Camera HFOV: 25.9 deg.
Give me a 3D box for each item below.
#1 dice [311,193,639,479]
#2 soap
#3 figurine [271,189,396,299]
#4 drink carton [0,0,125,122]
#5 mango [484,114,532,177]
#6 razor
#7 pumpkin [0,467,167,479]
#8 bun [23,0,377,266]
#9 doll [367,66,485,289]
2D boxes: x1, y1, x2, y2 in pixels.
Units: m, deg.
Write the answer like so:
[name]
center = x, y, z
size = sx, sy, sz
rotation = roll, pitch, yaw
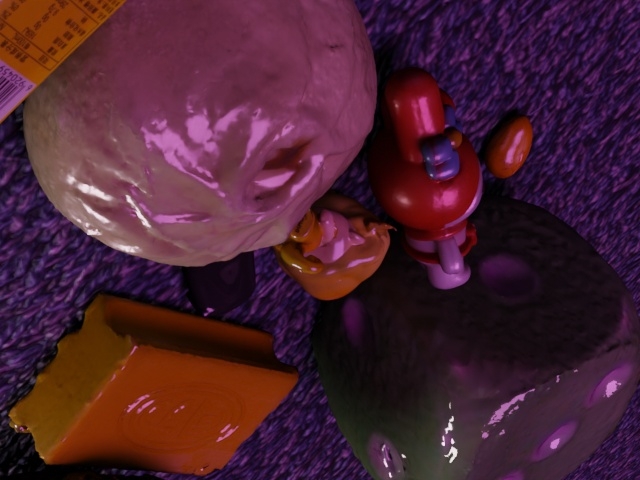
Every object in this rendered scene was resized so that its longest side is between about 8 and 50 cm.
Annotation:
[dice]
center = 0.205, 0.158, 1.830
size = 0.322, 0.318, 0.330
rotation = -17, 142, -30
[soap]
center = -0.191, 0.184, 1.673
size = 0.204, 0.096, 0.324
rotation = -51, 146, 16
[figurine]
center = 0.000, 0.000, 1.588
size = 0.156, 0.131, 0.246
rotation = -2, 174, 21
[drink carton]
center = -0.309, -0.155, 1.086
size = 0.351, 0.154, 0.111
rotation = -43, 147, 6
[mango]
center = 0.243, -0.121, 1.782
size = 0.060, 0.046, 0.089
rotation = -7, 131, -39
[razor]
center = -0.116, 0.022, 1.588
size = 0.090, 0.054, 0.148
rotation = -27, 146, -18
[pumpkin]
center = -0.283, 0.368, 1.646
size = 0.320, 0.192, 0.320
rotation = -1, 169, 0
[bun]
center = -0.088, -0.113, 1.318
size = 0.364, 0.202, 0.364
rotation = -28, 145, -22
[doll]
center = 0.120, -0.080, 1.604
size = 0.130, 0.161, 0.290
rotation = -15, 124, -2
